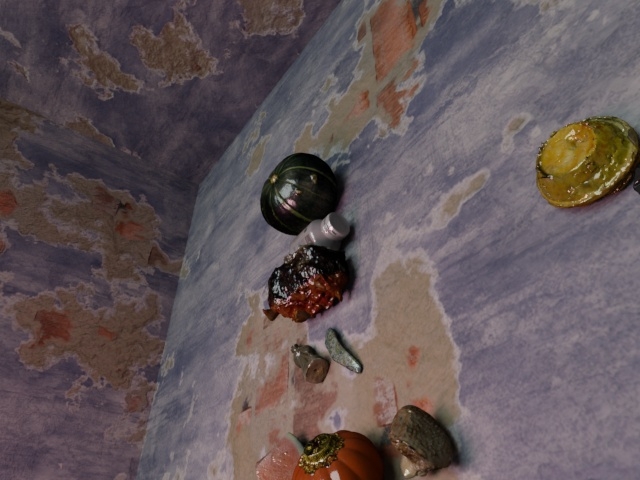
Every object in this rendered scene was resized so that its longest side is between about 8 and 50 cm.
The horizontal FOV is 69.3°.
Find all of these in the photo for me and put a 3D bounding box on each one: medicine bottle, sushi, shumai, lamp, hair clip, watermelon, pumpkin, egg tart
[{"bbox_3d":[0.000,0.000,1.593,0.215,0.135,0.135,-42,37,38],"label":"medicine bottle"},{"bbox_3d":[-0.060,0.151,1.526,0.343,0.196,0.182,-43,30,36],"label":"sushi"},{"bbox_3d":[0.198,0.432,0.960,0.116,0.145,0.145,-66,27,24],"label":"shumai"},{"bbox_3d":[0.040,0.544,1.065,0.223,0.196,0.223,-31,9,5],"label":"lamp"},{"bbox_3d":[0.056,0.324,1.364,0.229,0.036,0.066,36,107,61],"label":"hair clip"},{"bbox_3d":[-0.083,0.656,1.310,0.146,0.128,0.231,-41,44,-10],"label":"watermelon"},{"bbox_3d":[-0.086,-0.176,1.758,0.323,0.241,0.323,-36,43,43],"label":"pumpkin"},{"bbox_3d":[0.507,-0.163,0.912,0.212,0.090,0.212,-41,34,36],"label":"egg tart"}]

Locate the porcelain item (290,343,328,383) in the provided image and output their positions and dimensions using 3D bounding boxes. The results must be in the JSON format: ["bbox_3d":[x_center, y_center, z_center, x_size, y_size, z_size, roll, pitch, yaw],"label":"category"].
[{"bbox_3d":[-0.049,0.375,1.485,0.216,0.069,0.081,24,95,66],"label":"porcelain item"}]

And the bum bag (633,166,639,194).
[{"bbox_3d":[0.607,-0.116,0.743,0.198,0.049,0.087,-23,45,53],"label":"bum bag"}]
